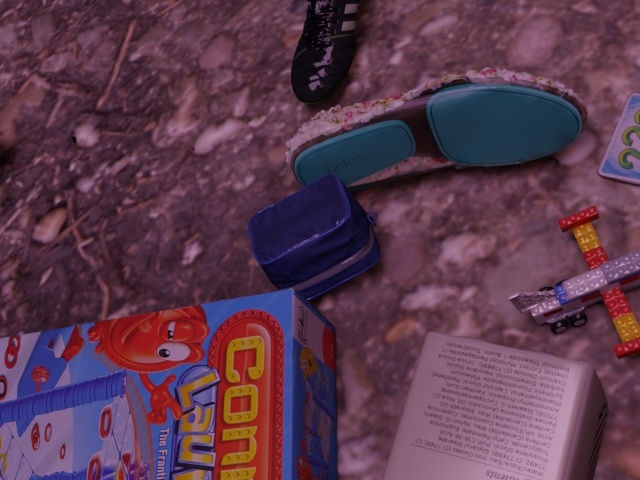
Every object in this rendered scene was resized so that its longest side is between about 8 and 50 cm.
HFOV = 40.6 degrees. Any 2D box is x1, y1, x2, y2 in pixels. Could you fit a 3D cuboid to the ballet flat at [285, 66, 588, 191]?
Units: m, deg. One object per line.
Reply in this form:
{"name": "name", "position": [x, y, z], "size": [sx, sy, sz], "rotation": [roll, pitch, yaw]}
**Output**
{"name": "ballet flat", "position": [0.086, -0.097, 0.691], "size": [0.240, 0.091, 0.077], "rotation": [-8, 36, 16]}

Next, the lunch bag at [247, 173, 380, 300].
{"name": "lunch bag", "position": [0.000, 0.000, 0.685], "size": [0.098, 0.065, 0.067], "rotation": [-27, 41, 11]}

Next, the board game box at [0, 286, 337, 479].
{"name": "board game box", "position": [-0.141, 0.209, 0.624], "size": [0.301, 0.086, 0.308], "rotation": [-11, 60, 19]}

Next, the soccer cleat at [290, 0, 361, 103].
{"name": "soccer cleat", "position": [0.006, -0.209, 0.786], "size": [0.060, 0.072, 0.179], "rotation": [7, 68, 27]}

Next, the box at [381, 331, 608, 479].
{"name": "box", "position": [0.088, 0.203, 0.520], "size": [0.113, 0.094, 0.275], "rotation": [10, 69, 29]}

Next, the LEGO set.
{"name": "LEGO set", "position": [0.248, 0.003, 0.578], "size": [0.182, 0.060, 0.244], "rotation": [18, 73, 35]}
